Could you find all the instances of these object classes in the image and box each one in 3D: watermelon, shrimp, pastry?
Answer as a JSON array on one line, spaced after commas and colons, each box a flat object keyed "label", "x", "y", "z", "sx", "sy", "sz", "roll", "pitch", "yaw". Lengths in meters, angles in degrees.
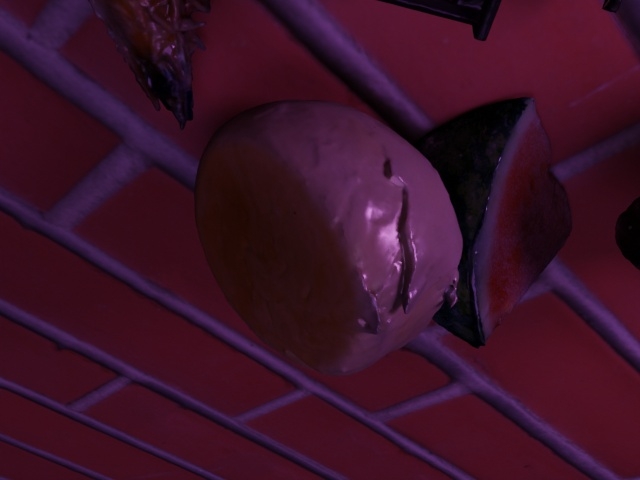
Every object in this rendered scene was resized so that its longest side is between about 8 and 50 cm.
[{"label": "watermelon", "x": 0.166, "y": -0.011, "z": 0.627, "sx": 0.202, "sy": 0.207, "sz": 0.136, "roll": -8, "pitch": 166, "yaw": -8}, {"label": "shrimp", "x": -0.107, "y": -0.217, "z": 0.497, "sx": 0.164, "sy": 0.062, "sz": 0.317, "roll": -5, "pitch": 140, "yaw": 2}, {"label": "pastry", "x": -0.002, "y": -0.001, "z": 0.602, "sx": 0.264, "sy": 0.133, "sz": 0.265, "roll": 23, "pitch": 124, "yaw": 39}]

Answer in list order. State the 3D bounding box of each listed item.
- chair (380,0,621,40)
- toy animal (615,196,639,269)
[{"label": "chair", "x": 0.106, "y": -0.218, "z": 0.407, "sx": 0.260, "sy": 0.141, "sz": 0.155, "roll": 13, "pitch": 135, "yaw": -4}, {"label": "toy animal", "x": 0.432, "y": -0.042, "z": 0.522, "sx": 0.302, "sy": 0.194, "sz": 0.344, "roll": 19, "pitch": 132, "yaw": -22}]
